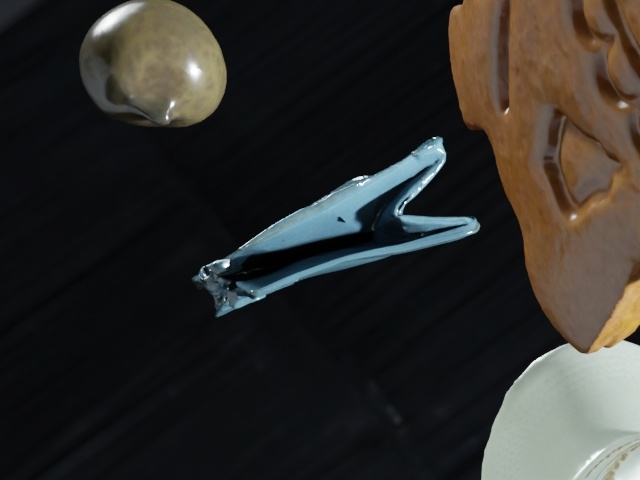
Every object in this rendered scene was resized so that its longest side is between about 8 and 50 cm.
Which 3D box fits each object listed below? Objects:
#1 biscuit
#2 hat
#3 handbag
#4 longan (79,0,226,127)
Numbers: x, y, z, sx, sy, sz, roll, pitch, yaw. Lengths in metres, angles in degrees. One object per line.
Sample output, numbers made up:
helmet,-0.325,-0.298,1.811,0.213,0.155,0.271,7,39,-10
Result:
biscuit,0.141,-0.087,0.858,0.306,0.043,0.284,-1,-80,63
hat,0.232,0.172,1.390,0.168,0.258,0.301,75,-9,-48
handbag,0.000,0.000,1.176,0.221,0.144,0.057,162,-96,-80
longan,-0.122,-0.125,1.464,0.113,0.113,0.092,52,-41,22
